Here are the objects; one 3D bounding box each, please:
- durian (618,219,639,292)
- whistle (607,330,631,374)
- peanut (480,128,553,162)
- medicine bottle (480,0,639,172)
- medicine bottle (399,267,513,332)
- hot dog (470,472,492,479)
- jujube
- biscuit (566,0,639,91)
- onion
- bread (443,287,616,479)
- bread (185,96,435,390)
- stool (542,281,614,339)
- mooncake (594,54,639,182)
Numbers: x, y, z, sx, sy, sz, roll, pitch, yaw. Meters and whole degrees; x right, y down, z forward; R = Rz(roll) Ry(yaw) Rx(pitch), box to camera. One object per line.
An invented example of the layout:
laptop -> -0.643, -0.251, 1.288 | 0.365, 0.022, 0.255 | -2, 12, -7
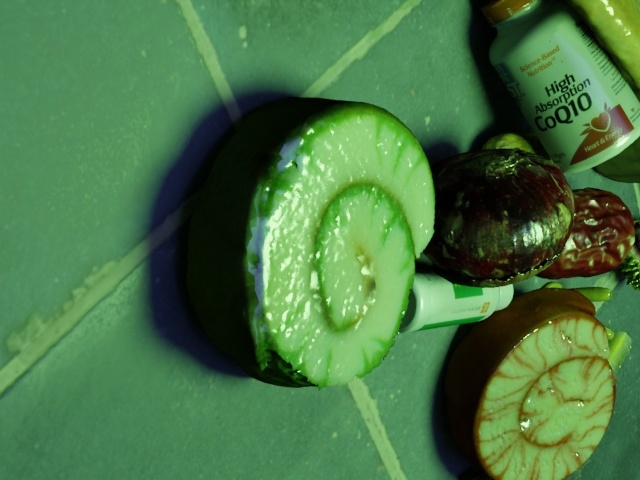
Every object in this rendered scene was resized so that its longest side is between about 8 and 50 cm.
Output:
durian -> 0.611, 0.016, 2.152 | 0.108, 0.119, 0.186 | 40, 51, -6
whistle -> 0.497, 0.311, 2.116 | 0.057, 0.068, 0.326 | 34, 69, 0
peanut -> 0.331, -0.135, 1.788 | 0.207, 0.087, 0.087 | -13, 110, -44
medicine bottle -> 0.359, -0.257, 1.689 | 0.157, 0.157, 0.288 | -41, 102, -33
medicine bottle -> 0.194, 0.084, 1.691 | 0.260, 0.095, 0.095 | -1, 101, -47
hot dog -> 0.311, 0.455, 1.941 | 0.253, 0.069, 0.131 | -8, 106, -48
jujube -> 0.426, -0.007, 1.882 | 0.230, 0.155, 0.155 | -13, 110, -44
biscuit -> 0.405, -0.480, 1.653 | 0.446, 0.104, 0.429 | 37, 46, -40
onion -> 0.246, -0.031, 1.602 | 0.246, 0.246, 0.190 | -38, 124, -35
bread -> 0.346, 0.254, 1.840 | 0.295, 0.114, 0.327 | -21, 118, -22
bread -> 0.000, 0.000, 1.429 | 0.382, 0.129, 0.366 | -28, 118, -41
stool -> 0.446, 0.138, 1.971 | 0.134, 0.110, 0.135 | 34, 74, -46
mooncake -> 0.613, -0.239, 2.014 | 0.290, 0.161, 0.290 | -19, 116, -45
